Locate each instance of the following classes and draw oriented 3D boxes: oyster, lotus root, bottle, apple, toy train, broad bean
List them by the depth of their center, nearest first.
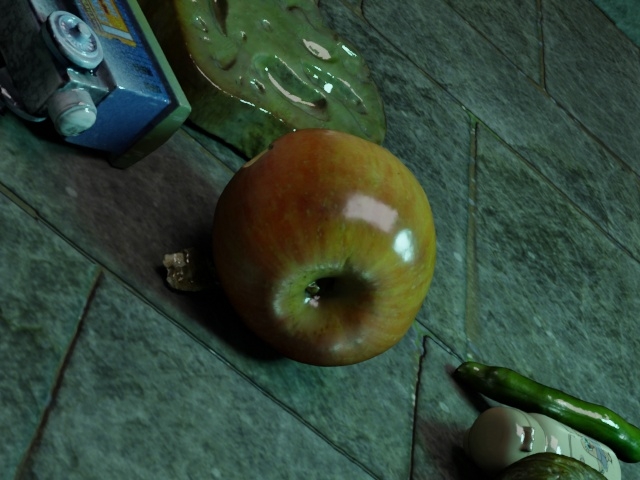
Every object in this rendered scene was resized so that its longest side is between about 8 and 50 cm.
[{"bbox_3d":[-0.130,0.029,1.694,0.051,0.034,0.093,63,25,11],"label":"oyster"},{"bbox_3d":[-0.271,-0.225,1.711,0.202,0.131,0.299,12,44,-53],"label":"toy train"},{"bbox_3d":[0.000,0.000,1.724,0.242,0.242,0.241,37,20,-22],"label":"apple"},{"bbox_3d":[0.250,0.253,1.888,0.209,0.110,0.097,29,62,-41],"label":"bottle"},{"bbox_3d":[0.304,0.220,2.002,0.292,0.144,0.049,30,72,-30],"label":"broad bean"},{"bbox_3d":[-0.091,-0.233,2.030,0.390,0.111,0.375,49,31,-1],"label":"lotus root"}]

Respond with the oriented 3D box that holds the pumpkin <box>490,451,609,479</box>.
[{"bbox_3d":[0.264,0.333,1.740,0.224,0.157,0.223,35,39,-35],"label":"pumpkin"}]
